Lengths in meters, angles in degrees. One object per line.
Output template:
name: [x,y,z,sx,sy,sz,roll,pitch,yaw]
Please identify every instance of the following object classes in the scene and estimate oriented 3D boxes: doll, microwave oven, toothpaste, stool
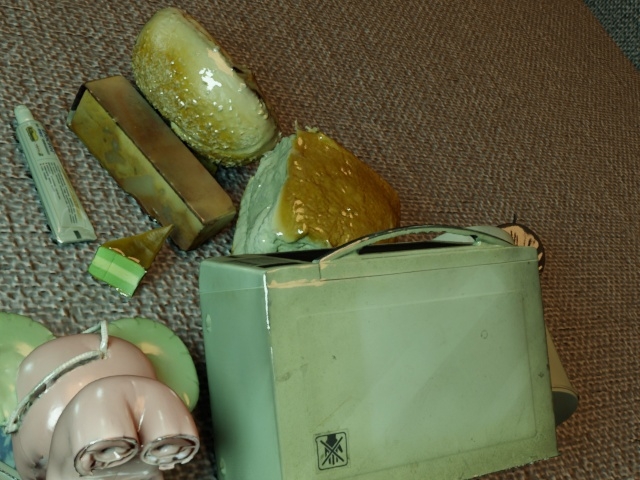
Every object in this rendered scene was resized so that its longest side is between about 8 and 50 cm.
doll: [-0.252,0.173,0.977,0.284,0.216,0.268,6,42,-35]
microwave oven: [0.066,0.155,1.128,0.394,0.247,0.333,-4,88,-28]
toothpaste: [-0.405,-0.100,1.297,0.067,0.037,0.255,-5,59,-47]
stool: [0.353,0.061,1.657,0.125,0.121,0.217,5,76,-13]

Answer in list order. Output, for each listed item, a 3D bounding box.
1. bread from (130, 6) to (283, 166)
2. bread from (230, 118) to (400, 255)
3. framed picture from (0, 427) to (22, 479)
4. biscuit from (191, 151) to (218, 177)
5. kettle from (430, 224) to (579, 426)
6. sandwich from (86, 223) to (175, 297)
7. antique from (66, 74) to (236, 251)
bread: [-0.197,-0.244,1.446,0.305,0.159,0.305,49,-4,5]
bread: [0.000,0.000,1.362,0.279,0.225,0.250,30,44,-28]
framed picture: [-0.360,0.200,1.052,0.260,0.023,0.189,33,38,-7]
biscuit: [-0.218,-0.120,1.474,0.083,0.018,0.081,28,39,-13]
kettle: [0.249,0.154,1.422,0.265,0.205,0.318,11,49,-33]
sandwich: [-0.273,0.011,1.260,0.074,0.074,0.116,31,38,-9]
antique: [-0.267,-0.119,1.375,0.310,0.093,0.087,47,40,12]
